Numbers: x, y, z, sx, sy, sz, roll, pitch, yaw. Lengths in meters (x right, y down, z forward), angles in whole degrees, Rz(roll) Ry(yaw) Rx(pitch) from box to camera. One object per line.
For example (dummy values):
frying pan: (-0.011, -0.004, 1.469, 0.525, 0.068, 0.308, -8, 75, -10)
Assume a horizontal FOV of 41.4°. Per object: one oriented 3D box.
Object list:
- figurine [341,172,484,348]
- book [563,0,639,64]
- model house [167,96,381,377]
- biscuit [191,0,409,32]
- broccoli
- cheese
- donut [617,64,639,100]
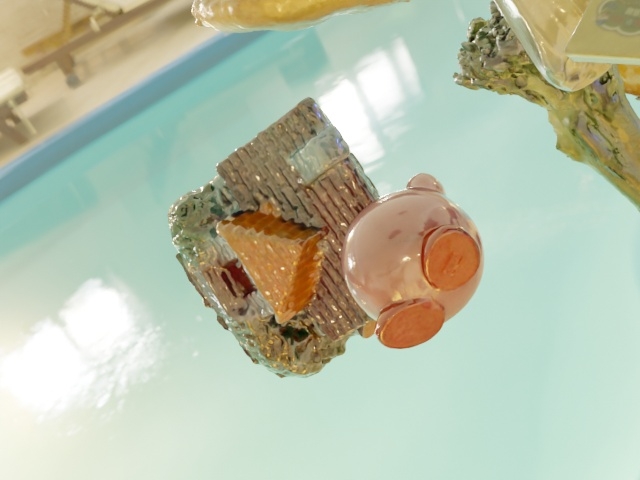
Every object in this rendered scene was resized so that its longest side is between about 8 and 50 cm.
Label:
figurine: (0.106, 0.019, 0.987, 0.173, 0.173, 0.173, -20, 31, 13)
book: (0.217, -0.150, 0.357, 0.168, 0.013, 0.192, 19, 75, 48)
model house: (0.000, 0.000, 1.232, 0.297, 0.360, 0.339, -34, 2, -26)
biscuit: (-0.006, -0.445, 1.507, 0.446, 0.103, 0.429, -17, 25, -11)
broccoli: (0.268, -0.117, 0.803, 0.165, 0.304, 0.145, -34, 19, 32)
cheese: (0.129, -0.174, 0.542, 0.048, 0.171, 0.092, -30, -7, 9)
donut: (0.434, -0.294, 0.990, 0.278, 0.108, 0.277, -21, 42, 20)
